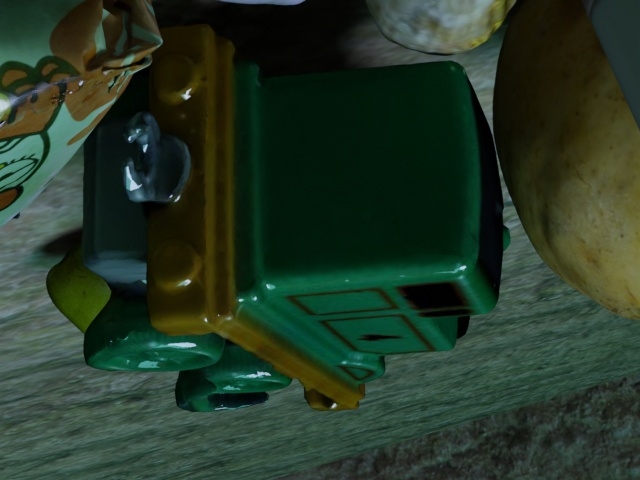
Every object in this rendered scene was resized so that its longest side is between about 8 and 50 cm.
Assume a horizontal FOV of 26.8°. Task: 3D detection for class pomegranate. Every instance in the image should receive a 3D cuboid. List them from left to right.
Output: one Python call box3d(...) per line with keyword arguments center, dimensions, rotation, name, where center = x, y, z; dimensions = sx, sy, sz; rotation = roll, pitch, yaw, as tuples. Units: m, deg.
box3d(center=(0.227, -0.075, 0.819), dimensions=(0.260, 0.260, 0.260), rotation=(-18, 164, -5), name="pomegranate")

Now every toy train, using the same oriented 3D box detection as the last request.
box3d(center=(0.000, 0.000, 0.845), dimensions=(0.249, 0.178, 0.429), rotation=(-6, 164, 14), name="toy train")

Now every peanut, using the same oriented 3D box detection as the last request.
box3d(center=(0.068, -0.156, 0.667), dimensions=(0.087, 0.087, 0.207), rotation=(-16, 163, -13), name="peanut")

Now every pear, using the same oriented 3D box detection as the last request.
box3d(center=(-0.162, 0.034, 1.034), dimensions=(0.097, 0.092, 0.092), rotation=(3, 157, -17), name="pear")

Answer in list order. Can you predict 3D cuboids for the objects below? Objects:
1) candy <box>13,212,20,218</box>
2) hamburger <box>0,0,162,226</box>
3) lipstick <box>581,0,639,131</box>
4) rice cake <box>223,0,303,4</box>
box3d(center=(-0.220, -0.041, 0.787), dimensions=(0.043, 0.045, 0.175), rotation=(-3, 166, 14), name="candy")
box3d(center=(-0.198, -0.058, 0.598), dimensions=(0.235, 0.125, 0.214), rotation=(-23, 162, -49), name="hamburger")
box3d(center=(0.124, -0.128, 0.516), dimensions=(0.070, 0.255, 0.070), rotation=(-18, 164, -5), name="lipstick")
box3d(center=(-0.115, -0.126, 0.496), dimensions=(0.056, 0.073, 0.365), rotation=(17, -162, 32), name="rice cake")
